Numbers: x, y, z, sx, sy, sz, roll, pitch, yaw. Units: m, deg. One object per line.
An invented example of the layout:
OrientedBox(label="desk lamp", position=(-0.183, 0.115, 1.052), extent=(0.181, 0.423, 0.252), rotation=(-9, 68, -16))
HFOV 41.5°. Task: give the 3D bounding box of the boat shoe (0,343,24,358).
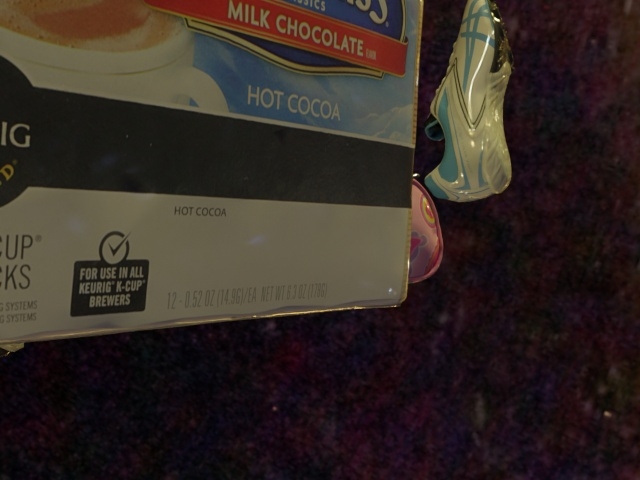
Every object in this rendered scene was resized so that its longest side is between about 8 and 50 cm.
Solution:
OrientedBox(label="boat shoe", position=(-0.444, 0.094, 1.000), extent=(0.079, 0.084, 0.233), rotation=(-24, 152, 1))

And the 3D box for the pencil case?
OrientedBox(label="pencil case", position=(0.000, 0.000, 0.958), extent=(0.124, 0.284, 0.124), rotation=(6, 81, -44))

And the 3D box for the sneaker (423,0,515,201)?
OrientedBox(label="sneaker", position=(0.143, -0.147, 0.825), extent=(0.085, 0.086, 0.237), rotation=(50, 42, -54))

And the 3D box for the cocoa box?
OrientedBox(label="cocoa box", position=(-0.132, -0.081, 0.447), extent=(0.347, 0.231, 0.228), rotation=(1, 94, -50))
